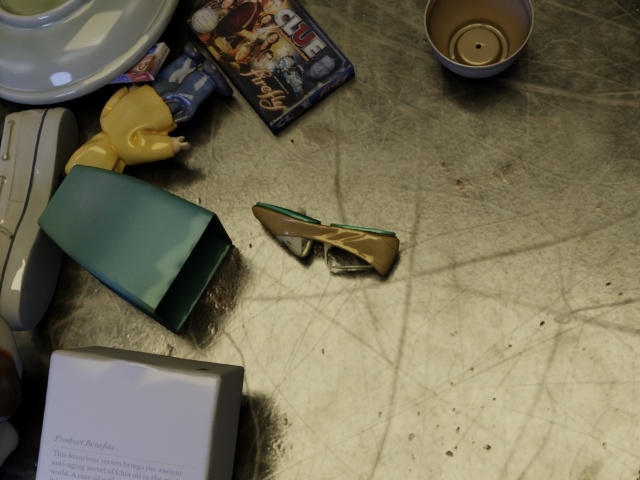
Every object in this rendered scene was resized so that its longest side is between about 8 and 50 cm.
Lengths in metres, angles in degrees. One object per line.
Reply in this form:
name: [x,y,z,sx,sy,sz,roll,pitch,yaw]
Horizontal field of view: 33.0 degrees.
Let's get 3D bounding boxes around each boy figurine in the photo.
boy figurine: [-0.270,-0.178,1.688,0.285,0.092,0.177,-44,57,-5]

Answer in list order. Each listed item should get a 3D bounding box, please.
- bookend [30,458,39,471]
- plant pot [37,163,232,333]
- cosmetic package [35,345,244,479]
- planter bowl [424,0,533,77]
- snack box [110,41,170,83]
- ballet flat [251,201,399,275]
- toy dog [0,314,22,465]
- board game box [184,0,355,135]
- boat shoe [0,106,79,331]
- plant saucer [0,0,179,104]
bookend: [-0.299,0.321,1.554,0.157,0.072,0.156,43,93,8]
plant pot: [-0.281,-0.002,1.595,0.234,0.166,0.166,29,79,12]
cosmetic package: [-0.250,0.380,1.426,0.230,0.161,0.454,7,89,9]
planter bowl: [0.241,-0.314,1.655,0.162,0.109,0.162,-2,72,7]
snack box: [-0.322,-0.279,1.724,0.178,0.022,0.064,2,55,34]
ballet flat: [0.000,0.000,1.612,0.232,0.080,0.073,13,90,13]
toy dog: [-0.580,0.241,1.461,0.408,0.395,0.284,-46,64,2]
board game box: [-0.082,-0.310,1.733,0.165,0.042,0.243,-38,72,-5]
boat shoe: [-0.481,-0.040,1.658,0.156,0.136,0.367,1,70,8]
plant saucer: [-0.421,-0.410,1.738,0.400,0.100,0.401,-8,62,15]
